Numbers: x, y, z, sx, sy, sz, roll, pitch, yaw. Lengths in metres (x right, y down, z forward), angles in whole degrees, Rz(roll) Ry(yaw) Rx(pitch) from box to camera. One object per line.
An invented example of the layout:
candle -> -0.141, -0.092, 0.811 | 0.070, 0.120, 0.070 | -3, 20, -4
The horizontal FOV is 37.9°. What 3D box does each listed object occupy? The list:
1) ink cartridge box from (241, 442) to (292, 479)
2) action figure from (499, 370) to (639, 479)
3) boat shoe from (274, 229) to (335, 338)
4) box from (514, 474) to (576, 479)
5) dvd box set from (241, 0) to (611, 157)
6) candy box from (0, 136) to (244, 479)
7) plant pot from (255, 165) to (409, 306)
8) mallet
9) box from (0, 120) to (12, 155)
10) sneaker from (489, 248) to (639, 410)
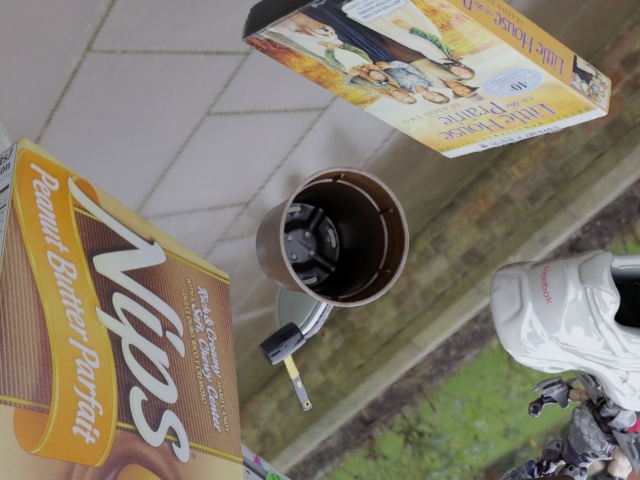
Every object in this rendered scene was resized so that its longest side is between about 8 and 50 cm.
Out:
ink cartridge box -> -0.162, 0.374, 1.163 | 0.197, 0.198, 0.270 | -36, 121, 18
action figure -> 0.318, 0.282, 1.195 | 0.099, 0.185, 0.285 | 10, 130, -19
boat shoe -> 0.019, 0.032, 1.462 | 0.114, 0.303, 0.091 | 2, 148, 38
box -> 0.152, 0.341, 0.861 | 0.203, 0.168, 0.167 | -3, 131, -12
dvd box set -> 0.145, -0.246, 1.274 | 0.420, 0.062, 0.307 | 24, 158, -34
candy box -> -0.131, 0.113, 0.513 | 0.087, 0.316, 0.183 | -32, 133, 22
plant pot -> 0.000, 0.000, 1.174 | 0.167, 0.167, 0.165 | -25, -174, -22
mallet -> -0.032, 0.185, 1.346 | 0.062, 0.039, 0.190 | -40, 141, -11
box -> -0.507, -0.053, 1.121 | 0.275, 0.113, 0.094 | -12, 135, -6
sneaker -> 0.233, 0.062, 0.652 | 0.232, 0.090, 0.115 | 15, 153, -35
